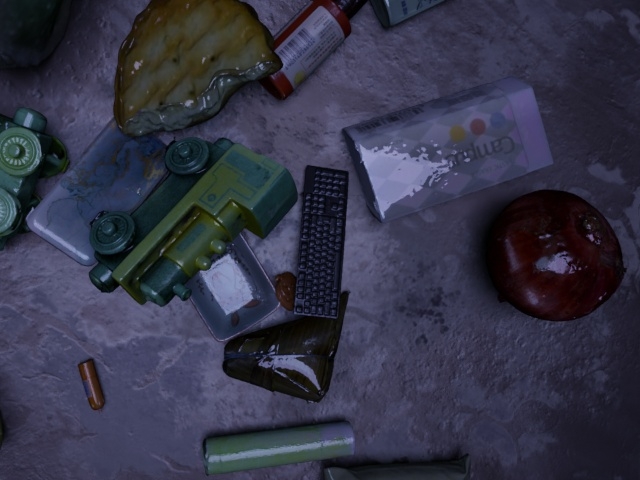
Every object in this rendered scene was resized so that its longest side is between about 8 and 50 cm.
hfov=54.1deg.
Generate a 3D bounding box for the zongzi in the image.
[{"bbox_3d":[-0.067,0.185,1.260,0.221,0.112,0.242,16,71,-2],"label":"zongzi"}]

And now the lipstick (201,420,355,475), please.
[{"bbox_3d":[-0.085,0.419,1.268,0.304,0.076,0.076,-5,92,-10],"label":"lipstick"}]

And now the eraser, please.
[{"bbox_3d":[0.266,-0.196,1.304,0.396,0.082,0.213,-19,94,-8],"label":"eraser"}]

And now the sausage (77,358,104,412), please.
[{"bbox_3d":[-0.449,0.288,1.232,0.031,0.031,0.107,-15,94,-8],"label":"sausage"}]

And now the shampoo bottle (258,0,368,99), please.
[{"bbox_3d":[-0.013,-0.411,1.247,0.104,0.104,0.278,45,85,-7],"label":"shampoo bottle"}]

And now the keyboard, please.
[{"bbox_3d":[0.000,0.000,1.266,0.100,0.018,0.310,8,76,-10],"label":"keyboard"}]

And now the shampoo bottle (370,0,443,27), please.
[{"bbox_3d":[0.269,-0.578,1.296,0.359,0.078,0.134,-28,106,-7],"label":"shampoo bottle"}]

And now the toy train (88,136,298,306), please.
[{"bbox_3d":[-0.239,-0.025,1.133,0.237,0.150,0.369,31,70,23],"label":"toy train"}]

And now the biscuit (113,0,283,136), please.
[{"bbox_3d":[-0.231,-0.330,1.187,0.335,0.078,0.329,15,82,18],"label":"biscuit"}]

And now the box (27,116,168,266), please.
[{"bbox_3d":[-0.407,-0.098,1.185,0.142,0.044,0.285,37,67,-13],"label":"box"}]

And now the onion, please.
[{"bbox_3d":[0.471,0.027,1.257,0.276,0.276,0.276,0,91,-8],"label":"onion"}]

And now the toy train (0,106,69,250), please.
[{"bbox_3d":[-0.596,-0.121,1.145,0.188,0.159,0.272,21,92,-5],"label":"toy train"}]

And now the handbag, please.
[{"bbox_3d":[0.163,0.577,1.290,0.315,0.109,0.253,-1,95,-14],"label":"handbag"}]

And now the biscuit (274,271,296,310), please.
[{"bbox_3d":[-0.064,0.098,1.259,0.015,0.091,0.078,-24,116,25],"label":"biscuit"}]

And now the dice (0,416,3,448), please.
[{"bbox_3d":[-0.693,0.343,1.127,0.166,0.169,0.169,-19,94,-7],"label":"dice"}]

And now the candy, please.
[{"bbox_3d":[-0.508,-0.461,1.029,0.186,0.427,0.386,31,101,-17],"label":"candy"}]

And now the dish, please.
[{"bbox_3d":[-0.196,0.068,1.249,0.154,0.064,0.234,-31,96,-7],"label":"dish"}]
